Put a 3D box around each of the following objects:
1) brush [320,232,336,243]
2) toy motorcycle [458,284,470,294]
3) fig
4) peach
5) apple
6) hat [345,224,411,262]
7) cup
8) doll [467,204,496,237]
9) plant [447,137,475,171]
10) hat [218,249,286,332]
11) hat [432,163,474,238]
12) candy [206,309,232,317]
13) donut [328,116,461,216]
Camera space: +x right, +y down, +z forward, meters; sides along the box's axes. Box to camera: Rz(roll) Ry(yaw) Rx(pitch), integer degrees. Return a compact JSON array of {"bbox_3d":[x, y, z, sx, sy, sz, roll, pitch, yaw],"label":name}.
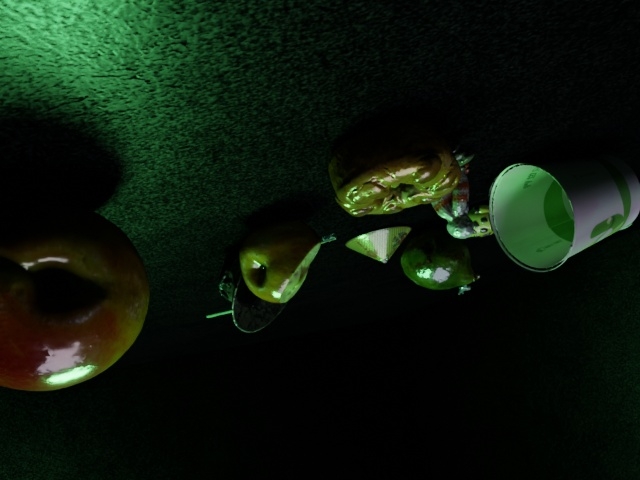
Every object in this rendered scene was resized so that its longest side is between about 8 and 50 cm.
[{"bbox_3d":[0.000,0.000,1.660,0.084,0.016,0.013,-18,154,13],"label":"brush"},{"bbox_3d":[0.487,0.105,2.328,0.091,0.157,0.263,-17,165,18],"label":"toy motorcycle"},{"bbox_3d":[0.360,0.070,1.877,0.245,0.195,0.195,36,148,-14],"label":"fig"},{"bbox_3d":[-0.417,0.081,0.984,0.308,0.307,0.332,-8,180,-25],"label":"peach"},{"bbox_3d":[-0.086,0.037,1.394,0.173,0.160,0.195,-20,148,-44],"label":"apple"},{"bbox_3d":[0.171,0.024,1.806,0.193,0.082,0.193,-14,168,-3],"label":"hat"},{"bbox_3d":[0.569,-0.081,1.493,0.274,0.253,0.253,-17,169,-26],"label":"cup"},{"bbox_3d":[0.512,-0.078,1.740,0.291,0.086,0.117,-20,137,17],"label":"doll"},{"bbox_3d":[0.209,-0.131,1.199,0.174,0.085,0.087,-37,-164,40],"label":"plant"},{"bbox_3d":[-0.176,0.091,1.570,0.128,0.265,0.265,16,180,24],"label":"hat"},{"bbox_3d":[0.260,-0.082,1.278,0.112,0.162,0.094,-20,169,39],"label":"hat"},{"bbox_3d":[-0.270,0.240,2.269,0.288,0.078,0.084,-15,138,18],"label":"candy"},{"bbox_3d":[0.122,-0.116,1.084,0.227,0.113,0.226,-14,168,-3],"label":"donut"}]
